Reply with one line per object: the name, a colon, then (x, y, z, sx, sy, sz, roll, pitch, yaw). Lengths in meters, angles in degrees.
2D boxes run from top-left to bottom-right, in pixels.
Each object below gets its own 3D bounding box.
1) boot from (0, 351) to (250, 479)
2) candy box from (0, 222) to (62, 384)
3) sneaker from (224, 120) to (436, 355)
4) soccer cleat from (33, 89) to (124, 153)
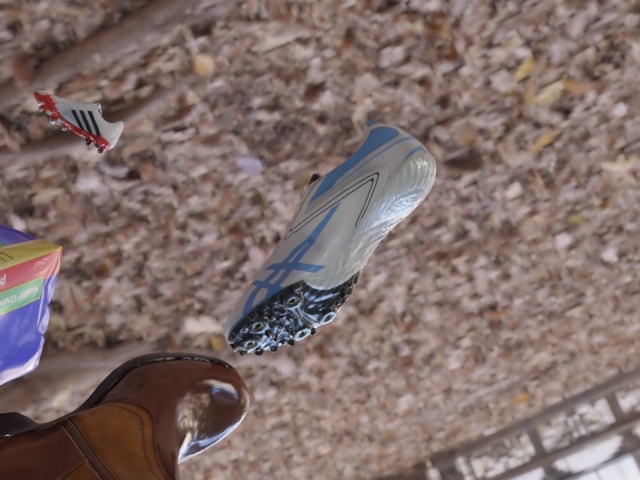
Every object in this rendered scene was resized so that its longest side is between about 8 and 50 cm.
boot: (-0.087, 0.169, 0.824, 0.264, 0.096, 0.280, -3, -163, -43)
candy box: (-0.406, 0.028, 0.925, 0.268, 0.317, 0.122, -25, 133, -64)
sneaker: (0.000, 0.000, 1.055, 0.237, 0.086, 0.085, -48, 144, -2)
soccer cleat: (-0.208, -0.109, 1.062, 0.035, 0.083, 0.029, -55, 175, -16)
